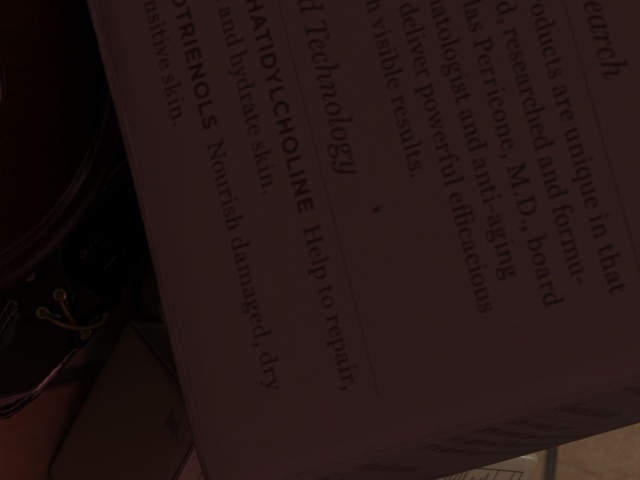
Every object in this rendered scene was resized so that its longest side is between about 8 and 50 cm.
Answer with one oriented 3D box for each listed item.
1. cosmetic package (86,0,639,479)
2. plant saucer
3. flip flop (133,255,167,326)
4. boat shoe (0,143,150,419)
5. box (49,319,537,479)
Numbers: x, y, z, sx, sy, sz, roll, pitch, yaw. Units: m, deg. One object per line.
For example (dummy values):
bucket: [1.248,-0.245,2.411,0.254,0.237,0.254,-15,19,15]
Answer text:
cosmetic package: [0.135,-0.058,1.102,0.329,0.394,0.327,16,58,-68]
plant saucer: [-0.221,-0.085,1.056,0.310,0.050,0.310,-17,118,-35]
flip flop: [0.000,0.000,1.350,0.277,0.080,0.112,-21,120,-30]
boat shoe: [-0.161,0.020,1.239,0.081,0.069,0.227,32,87,-41]
box: [-0.015,0.160,1.355,0.311,0.121,0.148,12,117,-40]
